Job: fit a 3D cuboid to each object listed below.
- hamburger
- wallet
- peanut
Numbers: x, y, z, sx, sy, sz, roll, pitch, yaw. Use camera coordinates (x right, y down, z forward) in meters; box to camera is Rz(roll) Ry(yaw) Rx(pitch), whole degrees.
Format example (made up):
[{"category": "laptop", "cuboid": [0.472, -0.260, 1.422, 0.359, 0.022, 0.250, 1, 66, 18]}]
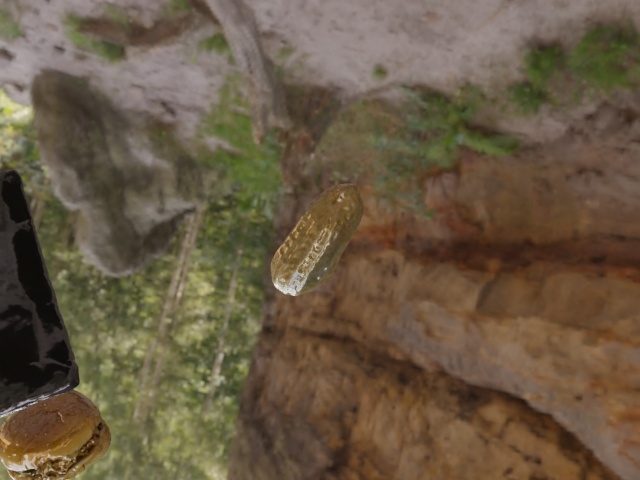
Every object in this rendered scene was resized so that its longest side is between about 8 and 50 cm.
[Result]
[{"category": "hamburger", "cuboid": [-0.356, 0.262, 1.323, 0.147, 0.138, 0.083, 22, 141, 53]}, {"category": "wallet", "cuboid": [-0.304, 0.050, 0.863, 0.146, 0.285, 0.030, -23, 136, -8]}, {"category": "peanut", "cuboid": [0.000, 0.000, 1.477, 0.093, 0.194, 0.083, 31, -170, -39]}]
